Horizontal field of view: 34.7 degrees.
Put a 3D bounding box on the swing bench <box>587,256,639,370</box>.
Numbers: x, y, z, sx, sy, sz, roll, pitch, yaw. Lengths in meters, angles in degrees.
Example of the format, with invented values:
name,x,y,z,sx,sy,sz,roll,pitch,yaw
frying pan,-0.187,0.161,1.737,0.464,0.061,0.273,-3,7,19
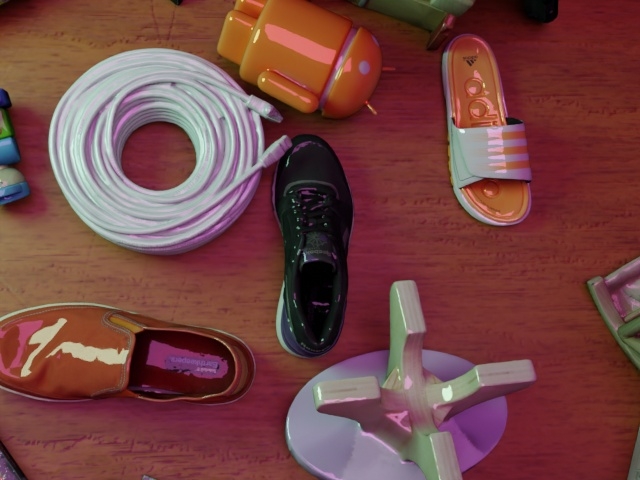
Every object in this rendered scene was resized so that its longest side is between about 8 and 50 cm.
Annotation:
name,x,y,z,sx,sy,sz,roll,pitch,yaw
swing bench,0.510,0.070,1.245,0.253,0.255,0.165,-29,97,-5

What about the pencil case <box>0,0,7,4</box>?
name,x,y,z,sx,sy,sz,roll,pitch,yaw
pencil case,-0.497,-0.303,1.241,0.284,0.124,0.124,-26,85,-11

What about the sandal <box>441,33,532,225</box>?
name,x,y,z,sx,sy,sz,roll,pitch,yaw
sandal,0.213,-0.150,1.330,0.102,0.076,0.265,-11,82,-9

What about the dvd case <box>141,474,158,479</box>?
name,x,y,z,sx,sy,sz,roll,pitch,yaw
dvd case,-0.195,0.353,1.229,0.087,0.013,0.119,22,78,-3

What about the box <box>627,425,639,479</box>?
name,x,y,z,sx,sy,sz,roll,pitch,yaw
box,0.452,0.315,1.272,0.114,0.103,0.203,19,79,-4

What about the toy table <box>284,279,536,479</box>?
name,x,y,z,sx,sy,sz,roll,pitch,yaw
toy table,0.104,0.192,1.196,0.274,0.161,0.252,-16,67,-16

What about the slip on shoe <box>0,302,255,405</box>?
name,x,y,z,sx,sy,sz,roll,pitch,yaw
slip on shoe,-0.241,0.138,1.214,0.331,0.101,0.123,7,82,-5

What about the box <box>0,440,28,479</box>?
name,x,y,z,sx,sy,sz,roll,pitch,yaw
box,-0.465,0.252,1.194,0.159,0.044,0.233,-36,87,-11

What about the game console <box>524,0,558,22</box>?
name,x,y,z,sx,sy,sz,roll,pitch,yaw
game console,0.242,-0.381,1.233,0.044,0.361,0.213,-28,73,5

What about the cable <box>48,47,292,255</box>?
name,x,y,z,sx,sy,sz,roll,pitch,yaw
cable,-0.199,-0.111,1.266,0.257,0.089,0.257,39,79,1

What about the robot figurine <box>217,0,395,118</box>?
name,x,y,z,sx,sy,sz,roll,pitch,yaw
robot figurine,-0.016,-0.234,1.289,0.219,0.158,0.128,24,101,-2

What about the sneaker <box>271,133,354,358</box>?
name,x,y,z,sx,sy,sz,roll,pitch,yaw
sneaker,0.000,0.000,1.254,0.107,0.124,0.283,-1,81,-8

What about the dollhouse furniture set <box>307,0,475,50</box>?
name,x,y,z,sx,sy,sz,roll,pitch,yaw
dollhouse furniture set,0.109,-0.367,1.204,0.201,0.374,0.152,20,83,-5

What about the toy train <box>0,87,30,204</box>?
name,x,y,z,sx,sy,sz,roll,pitch,yaw
toy train,-0.482,-0.089,1.227,0.248,0.105,0.143,-17,97,-10

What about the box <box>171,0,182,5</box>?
name,x,y,z,sx,sy,sz,roll,pitch,yaw
box,-0.187,-0.406,1.344,0.116,0.029,0.162,34,77,-1
